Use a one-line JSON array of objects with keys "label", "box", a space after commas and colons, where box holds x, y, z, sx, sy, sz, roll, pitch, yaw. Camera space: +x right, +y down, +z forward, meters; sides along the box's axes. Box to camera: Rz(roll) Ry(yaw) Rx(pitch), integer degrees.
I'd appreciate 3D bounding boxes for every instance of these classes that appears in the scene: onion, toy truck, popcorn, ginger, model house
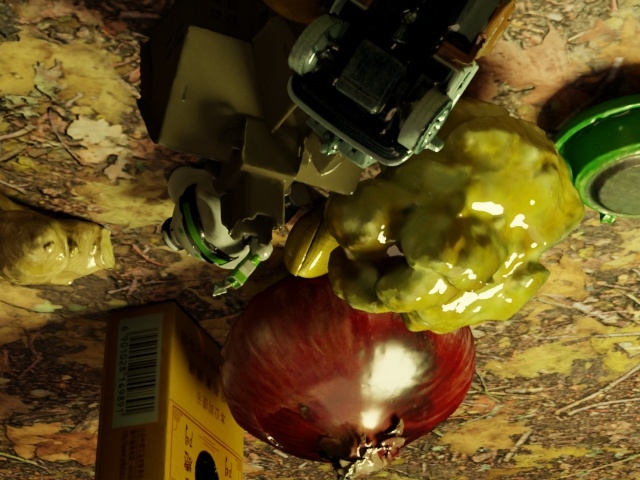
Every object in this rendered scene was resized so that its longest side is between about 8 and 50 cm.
[{"label": "onion", "box": [0.044, 0.192, 1.819, 0.348, 0.285, 0.347, -6, 142, -5]}, {"label": "toy truck", "box": [0.102, -0.200, 1.131, 0.338, 0.133, 0.184, -57, 169, 16]}, {"label": "popcorn", "box": [0.127, -0.015, 1.455, 0.225, 0.276, 0.276, 16, 167, 43]}, {"label": "ginger", "box": [-0.419, -0.021, 1.590, 0.363, 0.122, 0.348, 14, 170, 8]}, {"label": "model house", "box": [-0.048, -0.121, 1.306, 0.211, 0.243, 0.204, 14, 147, -22]}]

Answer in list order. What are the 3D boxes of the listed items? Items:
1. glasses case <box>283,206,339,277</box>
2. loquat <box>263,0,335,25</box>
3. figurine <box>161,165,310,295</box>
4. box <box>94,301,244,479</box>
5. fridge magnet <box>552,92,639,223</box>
[{"label": "glasses case", "box": [0.000, 0.000, 1.597, 0.064, 0.079, 0.234, 25, -175, 5]}, {"label": "loquat", "box": [-0.005, -0.257, 1.188, 0.141, 0.141, 0.141, 0, 150, 0]}, {"label": "figurine", "box": [-0.105, -0.030, 1.596, 0.192, 0.126, 0.147, -23, 103, 31]}, {"label": "box", "box": [-0.204, 0.328, 1.907, 0.116, 0.415, 0.264, -10, 148, 16]}, {"label": "fridge magnet", "box": [0.355, -0.092, 1.519, 0.208, 0.088, 0.208, 0, 150, 0]}]
